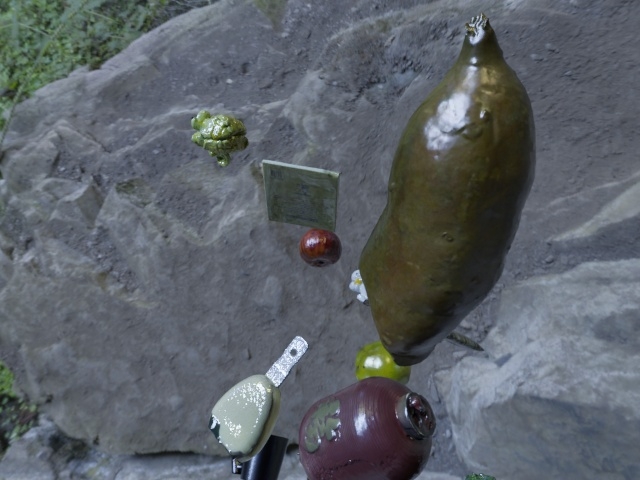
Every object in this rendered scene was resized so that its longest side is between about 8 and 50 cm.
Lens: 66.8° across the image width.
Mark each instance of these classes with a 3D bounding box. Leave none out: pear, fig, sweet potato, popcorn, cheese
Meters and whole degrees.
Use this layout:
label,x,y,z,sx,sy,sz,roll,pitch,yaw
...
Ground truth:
label,x,y,z,sx,sy,sz,roll,pitch,yaw
pear,0.218,0.433,1.682,0.198,0.198,0.198,2,106,8
fig,0.006,0.016,1.421,0.129,0.150,0.128,12,123,19
sweet potato,0.135,-0.029,0.508,0.158,0.157,0.369,18,128,4
popcorn,-0.271,-0.291,1.342,0.136,0.142,0.162,-30,86,43
cheese,-0.106,0.290,0.927,0.127,0.054,0.251,39,91,28

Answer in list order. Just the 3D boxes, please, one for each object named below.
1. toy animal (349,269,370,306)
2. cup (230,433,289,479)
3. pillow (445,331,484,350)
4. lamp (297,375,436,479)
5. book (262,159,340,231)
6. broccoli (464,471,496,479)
label,x,y,z,sx,sy,sz,roll,pitch,yaw
toy animal,0.118,0.110,1.275,0.085,0.124,0.070,0,121,-33
cup,-0.244,0.857,1.921,0.166,0.176,0.239,27,152,-31
pillow,0.373,0.279,1.433,0.204,0.113,0.038,24,87,-16
lamp,0.073,0.322,0.779,0.258,0.180,0.180,-36,98,33
book,-0.044,-0.095,1.084,0.168,0.013,0.192,10,143,6
broccoli,0.238,0.482,0.669,0.236,0.259,0.288,-21,133,5
